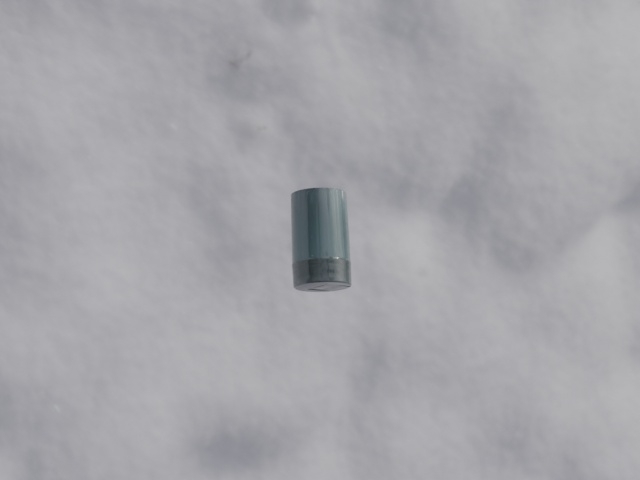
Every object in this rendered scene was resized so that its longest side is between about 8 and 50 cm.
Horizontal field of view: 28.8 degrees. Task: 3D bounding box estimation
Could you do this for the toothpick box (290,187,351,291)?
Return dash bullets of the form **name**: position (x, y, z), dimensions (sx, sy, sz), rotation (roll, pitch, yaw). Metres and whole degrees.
- **toothpick box**: position (0.000, 0.000, 1.088), dimensions (0.052, 0.052, 0.083), rotation (6, 76, -33)
